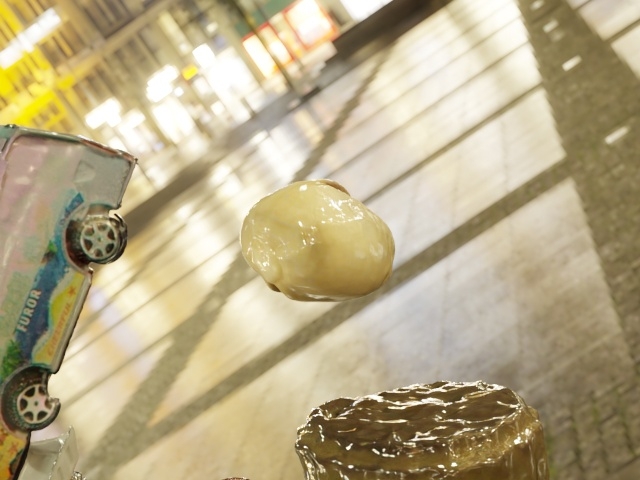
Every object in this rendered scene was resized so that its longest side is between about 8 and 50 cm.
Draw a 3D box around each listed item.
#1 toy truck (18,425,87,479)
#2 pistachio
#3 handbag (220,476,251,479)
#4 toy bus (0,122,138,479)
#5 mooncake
[{"bbox_3d":[-0.282,0.301,1.284,0.136,0.111,0.286,-78,-3,-52],"label":"toy truck"},{"bbox_3d":[0.000,0.000,2.039,0.187,0.187,0.299,-31,-17,27],"label":"pistachio"},{"bbox_3d":[-0.066,0.332,0.927,0.260,0.275,0.084,-37,20,-6],"label":"handbag"},{"bbox_3d":[-0.271,0.051,1.146,0.112,0.138,0.317,8,77,53],"label":"toy bus"},{"bbox_3d":[0.132,0.291,1.695,0.324,0.187,0.324,-5,8,1],"label":"mooncake"}]
